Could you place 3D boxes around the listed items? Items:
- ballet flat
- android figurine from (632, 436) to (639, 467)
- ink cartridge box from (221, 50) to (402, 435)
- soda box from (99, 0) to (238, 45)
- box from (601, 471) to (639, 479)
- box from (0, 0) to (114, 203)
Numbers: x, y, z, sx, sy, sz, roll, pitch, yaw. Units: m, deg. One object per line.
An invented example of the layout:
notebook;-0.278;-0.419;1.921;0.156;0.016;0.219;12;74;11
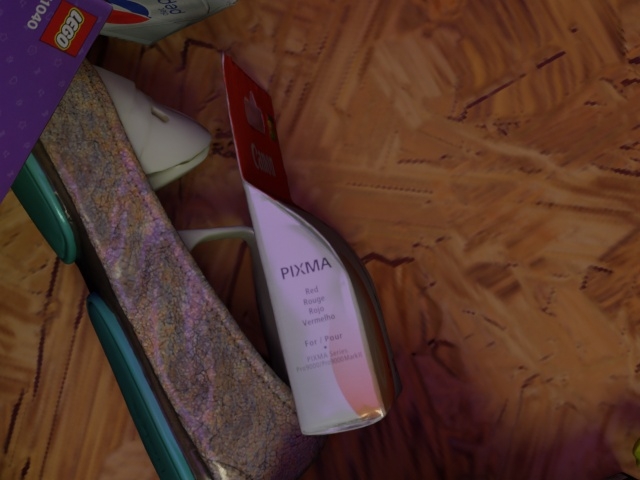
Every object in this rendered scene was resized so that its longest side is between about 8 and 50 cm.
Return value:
ballet flat;-0.093;-0.003;0.653;0.106;0.107;0.316;-28;92;-20
android figurine;0.300;0.141;0.647;0.272;0.056;0.248;29;89;1
ink cartridge box;0.000;0.000;0.616;0.045;0.145;0.179;-11;87;7
soda box;-0.102;-0.253;0.624;0.098;0.091;0.286;7;79;-38
box;0.159;0.172;0.644;0.052;0.062;0.083;-21;86;-1
box;-0.232;-0.029;0.573;0.201;0.057;0.293;40;101;41
